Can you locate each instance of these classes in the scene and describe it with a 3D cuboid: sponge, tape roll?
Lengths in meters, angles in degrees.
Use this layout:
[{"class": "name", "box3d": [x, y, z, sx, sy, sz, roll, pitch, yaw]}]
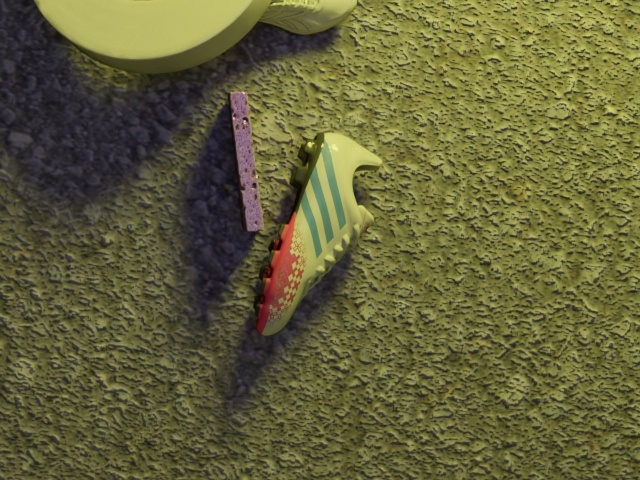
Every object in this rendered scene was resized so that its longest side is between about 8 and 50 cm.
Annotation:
[{"class": "sponge", "box3d": [-0.114, -0.119, 1.627, 0.031, 0.117, 0.210, -6, 93, -6]}, {"class": "tape roll", "box3d": [-0.242, -0.438, 1.568, 0.392, 0.072, 0.392, -1, 80, 8]}]

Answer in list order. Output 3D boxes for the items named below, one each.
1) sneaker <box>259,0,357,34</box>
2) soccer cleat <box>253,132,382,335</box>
[{"class": "sneaker", "box3d": [-0.056, -0.366, 1.628, 0.232, 0.115, 0.090, -2, 92, -7]}, {"class": "soccer cleat", "box3d": [0.000, 0.000, 1.645, 0.143, 0.116, 0.331, 18, 89, -7]}]
